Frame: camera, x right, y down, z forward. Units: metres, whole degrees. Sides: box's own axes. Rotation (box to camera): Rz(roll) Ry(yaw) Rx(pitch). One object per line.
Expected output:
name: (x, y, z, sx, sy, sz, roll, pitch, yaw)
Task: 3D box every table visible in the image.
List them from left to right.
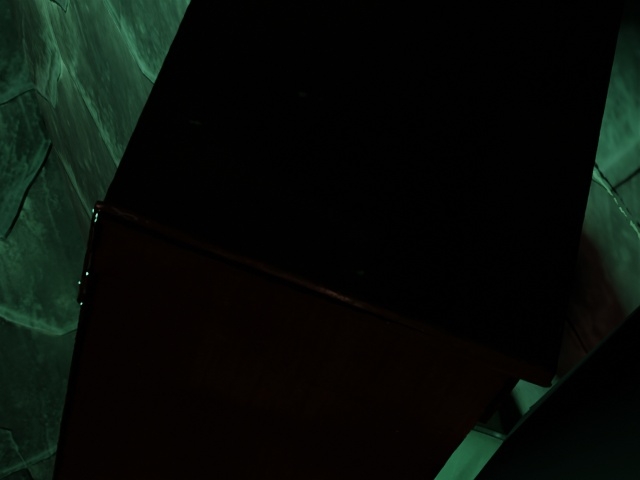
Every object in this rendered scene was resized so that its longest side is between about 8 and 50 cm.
table: (0.000, 0.000, 0.718, 0.282, 0.196, 0.251, 114, 174, -54)

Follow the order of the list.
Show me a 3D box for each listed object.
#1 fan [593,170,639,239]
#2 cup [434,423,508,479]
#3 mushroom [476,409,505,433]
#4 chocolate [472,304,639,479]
fan: (0.228, 0.033, 0.888, 0.310, 0.010, 0.182, 57, 159, 22)
cup: (0.089, 0.345, 1.001, 0.310, 0.392, 0.401, 43, 147, -8)
mushroom: (0.120, 0.158, 1.218, 0.092, 0.081, 0.223, -30, 87, 52)
chocolate: (0.270, 0.118, 0.453, 0.331, 0.383, 0.383, 47, 159, 1)
